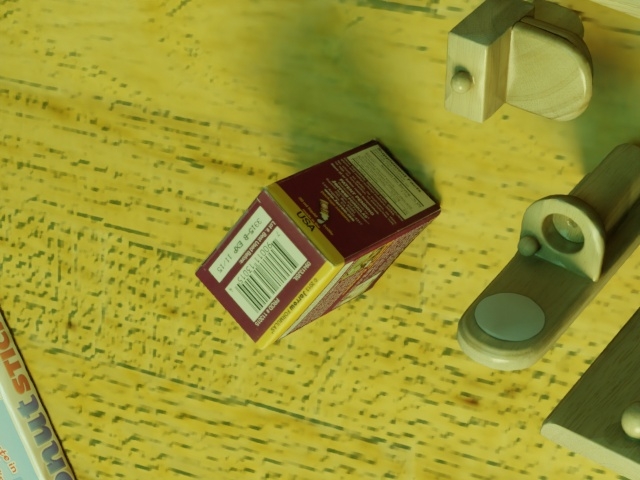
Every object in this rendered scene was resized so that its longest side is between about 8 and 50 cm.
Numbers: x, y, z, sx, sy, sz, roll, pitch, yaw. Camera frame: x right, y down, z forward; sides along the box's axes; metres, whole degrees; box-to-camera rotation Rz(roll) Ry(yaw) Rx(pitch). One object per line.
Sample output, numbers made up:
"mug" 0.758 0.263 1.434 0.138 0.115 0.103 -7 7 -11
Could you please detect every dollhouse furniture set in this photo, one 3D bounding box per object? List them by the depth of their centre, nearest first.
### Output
"dollhouse furniture set" 0.096 -0.030 0.615 0.144 0.123 0.151 25 136 25

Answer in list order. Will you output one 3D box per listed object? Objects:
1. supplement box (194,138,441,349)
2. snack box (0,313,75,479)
"supplement box" 0.000 0.000 0.736 0.043 0.083 0.055 48 124 11
"snack box" -0.154 0.108 0.909 0.064 0.022 0.178 -22 92 35
